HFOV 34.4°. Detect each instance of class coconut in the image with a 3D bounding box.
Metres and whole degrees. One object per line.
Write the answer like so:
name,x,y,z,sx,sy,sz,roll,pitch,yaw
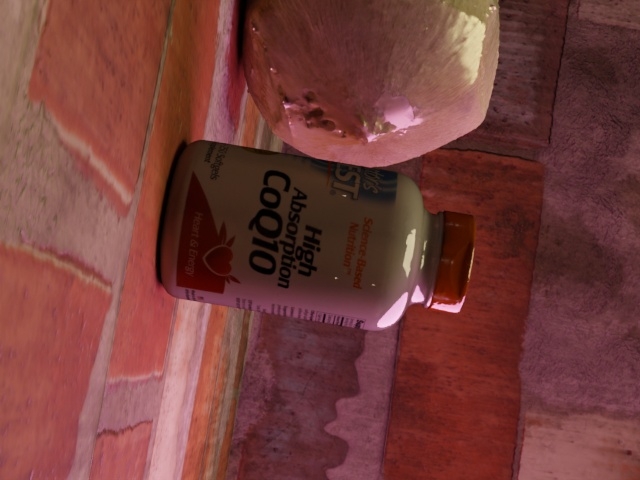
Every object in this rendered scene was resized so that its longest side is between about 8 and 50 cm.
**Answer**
coconut,0.065,-0.266,1.316,0.360,0.346,0.346,-89,-175,-47

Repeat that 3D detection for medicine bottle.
medicine bottle,0.000,0.000,1.002,0.157,0.288,0.157,9,90,-89
